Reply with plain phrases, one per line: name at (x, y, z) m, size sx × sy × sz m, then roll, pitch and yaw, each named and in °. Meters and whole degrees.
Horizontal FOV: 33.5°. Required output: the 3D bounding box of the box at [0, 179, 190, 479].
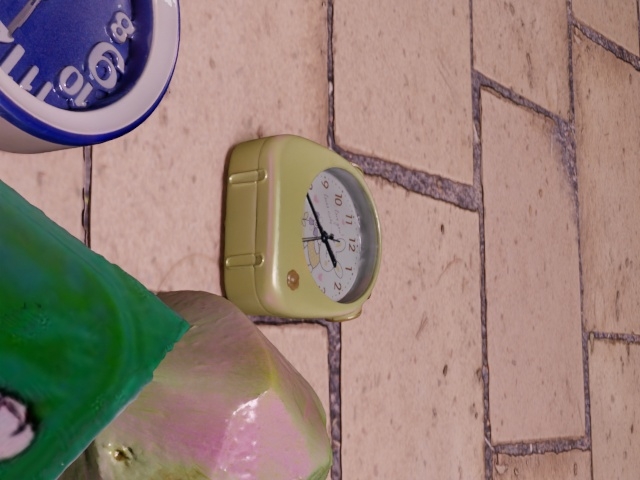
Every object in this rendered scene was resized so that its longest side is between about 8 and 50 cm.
box at (-0.276, 0.043, 0.531) m, size 0.337 × 0.106 × 0.264 m, roll 38°, pitch 45°, yaw 4°

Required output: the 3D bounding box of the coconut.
coconut at (-0.106, 0.145, 0.761) m, size 0.236 × 0.236 × 0.204 m, roll 45°, pitch 32°, yaw -41°

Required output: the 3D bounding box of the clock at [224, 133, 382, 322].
clock at (0.000, 0.000, 1.045) m, size 0.232 × 0.069 × 0.170 m, roll 17°, pitch 71°, yaw -53°

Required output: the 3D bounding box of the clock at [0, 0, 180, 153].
clock at (-0.207, -0.180, 0.779) m, size 0.230 × 0.083 × 0.230 m, roll 6°, pitch 82°, yaw -54°
